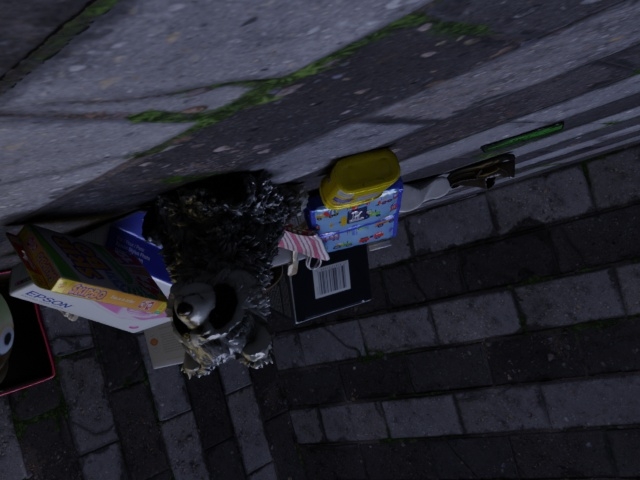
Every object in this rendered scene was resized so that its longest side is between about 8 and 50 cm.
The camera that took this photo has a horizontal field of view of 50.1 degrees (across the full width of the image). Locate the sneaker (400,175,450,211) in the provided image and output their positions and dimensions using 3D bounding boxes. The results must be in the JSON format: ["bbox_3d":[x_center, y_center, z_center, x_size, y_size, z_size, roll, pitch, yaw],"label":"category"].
[{"bbox_3d":[0.261,-0.134,1.968,0.212,0.080,0.094,-14,-169,-18],"label":"sneaker"}]

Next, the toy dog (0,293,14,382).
[{"bbox_3d":[-0.670,0.180,1.009,0.408,0.284,0.395,-16,179,-28],"label":"toy dog"}]

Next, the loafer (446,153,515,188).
[{"bbox_3d":[0.450,-0.179,1.927,0.080,0.078,0.220,-13,176,-44],"label":"loafer"}]

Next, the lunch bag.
[{"bbox_3d":[0.076,-0.084,1.646,0.221,0.138,0.293,-13,165,-4],"label":"lunch bag"}]

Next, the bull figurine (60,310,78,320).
[{"bbox_3d":[-0.530,0.106,1.550,0.188,0.101,0.310,27,-172,22],"label":"bull figurine"}]

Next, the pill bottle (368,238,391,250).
[{"bbox_3d":[0.152,-0.054,1.973,0.087,0.160,0.087,-16,177,-1],"label":"pill bottle"}]

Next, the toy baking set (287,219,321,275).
[{"bbox_3d":[-0.001,-0.004,1.873,0.256,0.030,0.196,-38,142,-6],"label":"toy baking set"}]

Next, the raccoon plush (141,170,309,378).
[{"bbox_3d":[-0.099,0.048,1.174,0.216,0.299,0.446,-18,177,40],"label":"raccoon plush"}]

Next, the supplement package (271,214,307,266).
[{"bbox_3d":[-0.164,0.015,1.924,0.244,0.133,0.139,-14,177,-31],"label":"supplement package"}]

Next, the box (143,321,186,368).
[{"bbox_3d":[-0.459,0.218,2.223,0.215,0.345,0.168,-17,178,35],"label":"box"}]

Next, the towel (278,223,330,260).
[{"bbox_3d":[-0.080,-0.004,1.667,0.197,0.029,0.144,15,160,22],"label":"towel"}]

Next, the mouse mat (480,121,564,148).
[{"bbox_3d":[0.471,-0.238,1.597,0.190,0.007,0.153,-17,177,18],"label":"mouse mat"}]

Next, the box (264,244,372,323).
[{"bbox_3d":[-0.066,0.099,2.291,0.294,0.211,0.395,-14,-164,-29],"label":"box"}]

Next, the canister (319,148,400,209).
[{"bbox_3d":[0.071,-0.111,1.263,0.126,0.073,0.170,-15,176,-9],"label":"canister"}]

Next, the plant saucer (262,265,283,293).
[{"bbox_3d":[-0.266,0.094,1.997,0.311,0.050,0.310,5,-152,-3],"label":"plant saucer"}]

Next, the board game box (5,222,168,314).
[{"bbox_3d":[-0.353,0.047,1.060,0.039,0.124,0.259,-50,150,11],"label":"board game box"}]

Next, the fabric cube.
[{"bbox_3d":[-0.760,0.222,1.553,0.254,0.259,0.258,-15,178,-22],"label":"fabric cube"}]

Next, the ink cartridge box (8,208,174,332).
[{"bbox_3d":[-0.355,0.077,1.322,0.330,0.071,0.324,-20,151,25],"label":"ink cartridge box"}]
